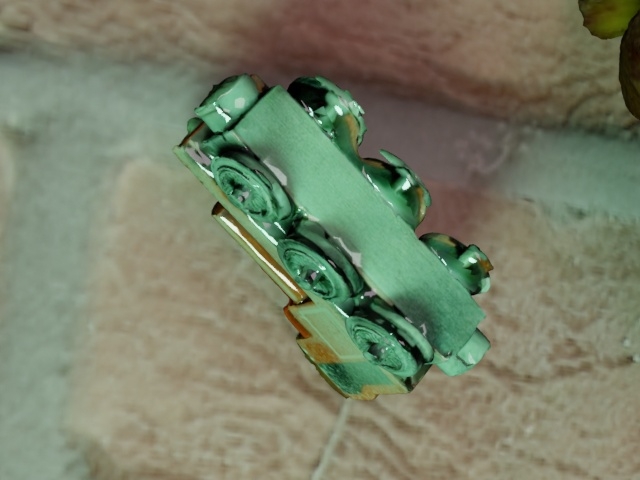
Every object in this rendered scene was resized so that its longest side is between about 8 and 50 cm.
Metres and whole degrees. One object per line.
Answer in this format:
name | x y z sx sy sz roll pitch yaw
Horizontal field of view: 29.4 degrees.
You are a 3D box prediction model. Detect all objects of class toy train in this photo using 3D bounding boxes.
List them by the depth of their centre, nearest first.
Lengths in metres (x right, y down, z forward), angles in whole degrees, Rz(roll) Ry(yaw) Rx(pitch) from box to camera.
toy train | 0.000 0.000 0.569 0.176 0.118 0.074 46 66 -13

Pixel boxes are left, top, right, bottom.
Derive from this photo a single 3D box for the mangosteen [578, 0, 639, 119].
mangosteen | 0.305 -0.058 0.621 0.297 0.297 0.293 -2 66 -25
